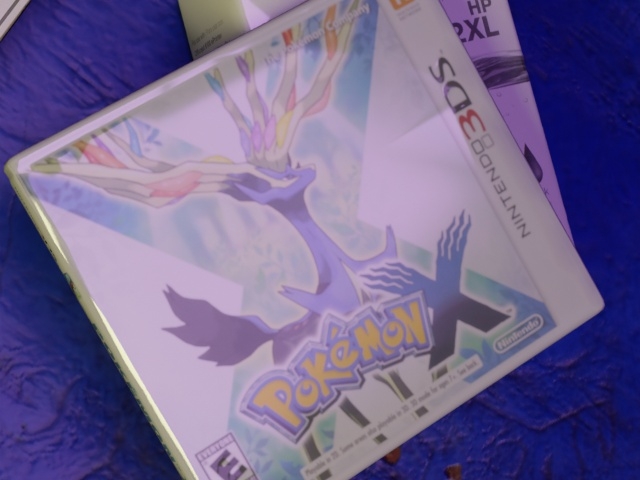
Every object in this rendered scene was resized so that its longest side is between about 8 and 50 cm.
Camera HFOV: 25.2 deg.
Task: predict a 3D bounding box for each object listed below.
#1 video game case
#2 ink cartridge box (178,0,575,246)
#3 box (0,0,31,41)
[{"bbox_3d":[0.000,0.000,0.988,0.329,0.036,0.300,-31,95,-18],"label":"video game case"},{"bbox_3d":[0.046,-0.078,1.103,0.223,0.129,0.307,-15,90,-22],"label":"ink cartridge box"},{"bbox_3d":[-0.254,-0.250,1.021,0.169,0.087,0.290,36,71,-15],"label":"box"}]
